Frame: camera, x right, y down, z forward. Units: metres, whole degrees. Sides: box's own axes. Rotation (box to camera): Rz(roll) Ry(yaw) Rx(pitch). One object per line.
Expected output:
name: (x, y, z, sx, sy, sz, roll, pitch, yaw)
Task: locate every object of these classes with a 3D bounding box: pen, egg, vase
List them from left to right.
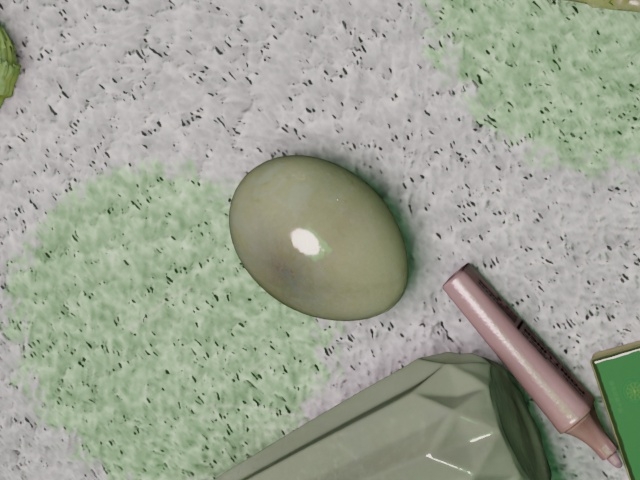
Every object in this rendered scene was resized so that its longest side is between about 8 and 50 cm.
vase: (-0.005, 0.213, 1.475, 0.360, 0.165, 0.165, -24, 95, 18)
egg: (0.000, 0.000, 1.450, 0.152, 0.114, 0.114, 37, 104, -2)
pen: (0.169, 0.100, 1.467, 0.032, 0.053, 0.197, -41, 90, 17)

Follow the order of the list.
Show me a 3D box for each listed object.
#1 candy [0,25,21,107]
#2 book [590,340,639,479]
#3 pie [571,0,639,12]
candy: (-0.263, -0.252, 1.487, 0.092, 0.093, 0.335, 8, 94, -34)
book: (0.364, 0.146, 1.452, 0.264, 0.027, 0.202, -18, 95, 14)
pie: (0.217, -0.301, 1.328, 0.371, 0.078, 0.296, 21, 122, 23)
